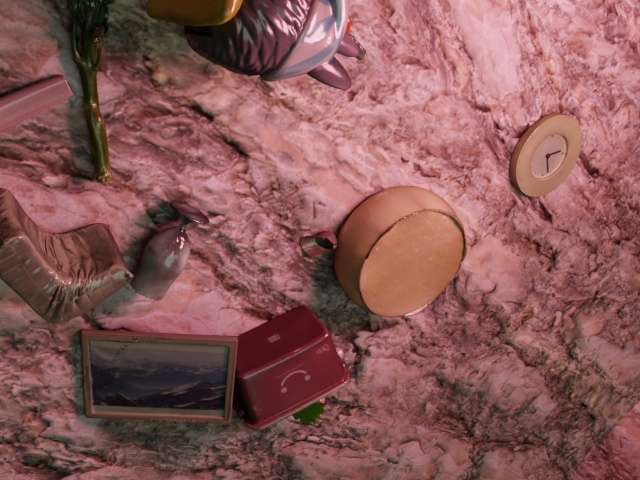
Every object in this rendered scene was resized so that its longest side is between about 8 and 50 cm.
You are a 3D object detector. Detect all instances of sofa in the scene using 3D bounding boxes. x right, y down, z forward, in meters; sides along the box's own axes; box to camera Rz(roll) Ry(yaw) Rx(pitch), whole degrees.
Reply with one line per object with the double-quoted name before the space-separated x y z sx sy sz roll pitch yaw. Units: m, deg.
"sofa" -0.487 0.005 1.356 0.176 0.210 0.225 -34 130 -6

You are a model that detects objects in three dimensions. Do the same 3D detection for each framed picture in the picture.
"framed picture" -0.360 0.308 1.669 0.334 0.022 0.248 4 119 -7

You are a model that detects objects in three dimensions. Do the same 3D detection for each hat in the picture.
"hat" -0.003 -0.001 1.769 0.086 0.042 0.058 -5 125 12

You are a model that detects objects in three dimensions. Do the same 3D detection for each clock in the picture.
"clock" 0.606 -0.229 2.001 0.234 0.029 0.235 -17 126 -24

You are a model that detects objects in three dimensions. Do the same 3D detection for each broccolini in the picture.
"broccolini" -0.389 -0.277 1.319 0.078 0.074 0.392 -11 123 -18

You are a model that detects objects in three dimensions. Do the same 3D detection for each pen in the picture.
"pen" -0.530 -0.230 1.295 0.197 0.032 0.053 -28 131 -17

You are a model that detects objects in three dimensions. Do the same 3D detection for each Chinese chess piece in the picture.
"Chinese chess piece" 0.197 0.030 1.841 0.337 0.140 0.338 -15 127 -21

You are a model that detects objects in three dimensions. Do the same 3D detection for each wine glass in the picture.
"wine glass" -0.317 0.024 1.550 0.092 0.093 0.202 23 105 -39

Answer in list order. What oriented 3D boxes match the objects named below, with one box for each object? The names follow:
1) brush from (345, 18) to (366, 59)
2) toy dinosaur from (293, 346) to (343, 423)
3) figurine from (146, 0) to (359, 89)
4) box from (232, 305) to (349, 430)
"brush" -0.002 -0.462 1.456 0.070 0.051 0.323 -48 132 4
"toy dinosaur" -0.030 0.370 1.952 0.194 0.152 0.177 -64 173 31
"figurine" -0.057 -0.448 1.319 0.377 0.266 0.361 21 105 -47
"box" -0.094 0.298 1.808 0.293 0.193 0.168 -25 121 -16
